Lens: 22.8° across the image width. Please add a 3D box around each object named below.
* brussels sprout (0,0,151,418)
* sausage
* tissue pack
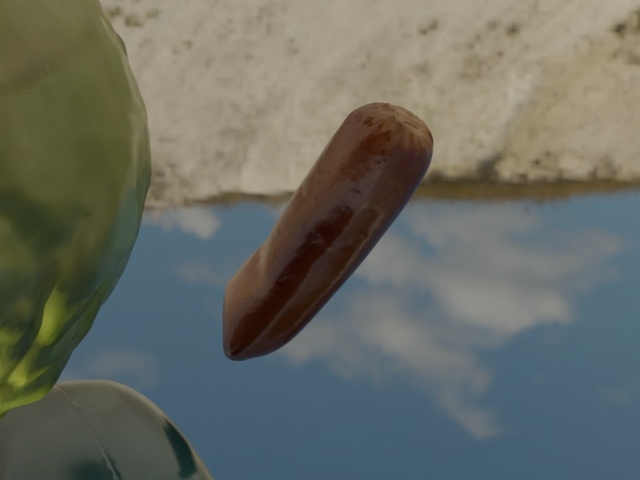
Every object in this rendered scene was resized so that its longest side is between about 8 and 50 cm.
[{"bbox_3d":[-0.221,-0.047,0.706,0.328,0.328,0.247,-13,164,-48],"label":"brussels sprout"},{"bbox_3d":[0.000,0.000,1.373,0.083,0.300,0.089,15,-140,-29],"label":"sausage"},{"bbox_3d":[-0.177,0.229,1.270,0.206,0.198,0.287,-14,-162,-20],"label":"tissue pack"}]
